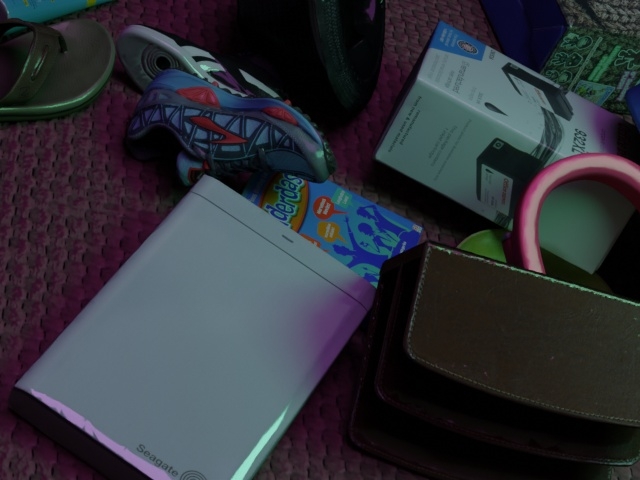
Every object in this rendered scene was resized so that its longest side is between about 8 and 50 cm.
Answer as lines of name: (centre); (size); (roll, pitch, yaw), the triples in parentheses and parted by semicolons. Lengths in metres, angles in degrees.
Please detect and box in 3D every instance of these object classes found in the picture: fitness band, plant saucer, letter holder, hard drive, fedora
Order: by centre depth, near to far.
hard drive: (-0.116, 0.105, 1.586); (0.233, 0.047, 0.353); (34, 49, 4)
letter holder: (0.202, 0.150, 1.615); (0.301, 0.152, 0.214); (16, 77, -12)
fitness band: (0.323, 0.044, 1.782); (0.209, 0.054, 0.291); (-12, 80, -17)
plant saucer: (0.253, 0.087, 1.857); (0.241, 0.037, 0.241); (16, 42, -15)
fedora: (-0.020, -0.306, 1.966); (0.152, 0.334, 0.334); (-2, 40, 14)

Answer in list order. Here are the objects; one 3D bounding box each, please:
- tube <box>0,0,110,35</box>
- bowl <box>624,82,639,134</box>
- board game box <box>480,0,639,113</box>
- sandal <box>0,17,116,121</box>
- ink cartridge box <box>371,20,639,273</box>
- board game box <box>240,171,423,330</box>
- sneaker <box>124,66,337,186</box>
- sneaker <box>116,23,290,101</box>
tube: (-0.330, -0.295, 1.906); (0.080, 0.052, 0.207); (47, 37, 5)
bowl: (0.495, -0.039, 1.942); (0.391, 0.077, 0.391); (53, 17, -24)
board game box: (0.409, -0.314, 2.268); (0.291, 0.141, 0.232); (4, 47, -26)
sandal: (-0.348, -0.194, 1.758); (0.302, 0.086, 0.120); (-22, 62, -42)
ink cartridge box: (0.241, -0.120, 1.957); (0.307, 0.129, 0.223); (28, 27, -2)
board game box: (0.000, 0.000, 1.792); (0.210, 0.047, 0.160); (25, 41, -3)
sneaker: (-0.105, -0.097, 1.764); (0.261, 0.104, 0.125); (19, 60, 29)
sneaker: (-0.139, -0.207, 1.906); (0.217, 0.079, 0.121); (33, 37, -9)
